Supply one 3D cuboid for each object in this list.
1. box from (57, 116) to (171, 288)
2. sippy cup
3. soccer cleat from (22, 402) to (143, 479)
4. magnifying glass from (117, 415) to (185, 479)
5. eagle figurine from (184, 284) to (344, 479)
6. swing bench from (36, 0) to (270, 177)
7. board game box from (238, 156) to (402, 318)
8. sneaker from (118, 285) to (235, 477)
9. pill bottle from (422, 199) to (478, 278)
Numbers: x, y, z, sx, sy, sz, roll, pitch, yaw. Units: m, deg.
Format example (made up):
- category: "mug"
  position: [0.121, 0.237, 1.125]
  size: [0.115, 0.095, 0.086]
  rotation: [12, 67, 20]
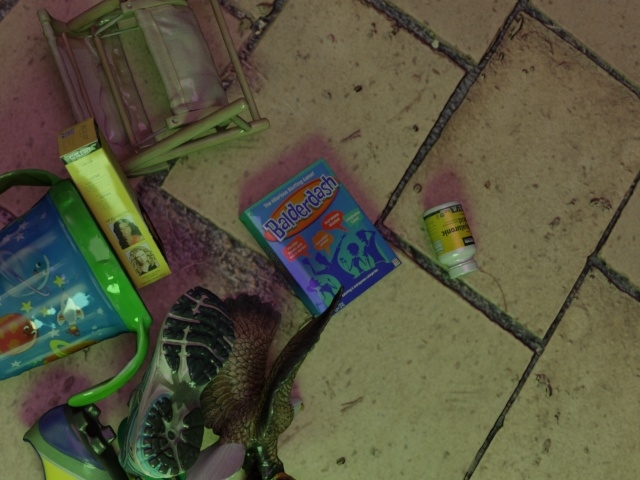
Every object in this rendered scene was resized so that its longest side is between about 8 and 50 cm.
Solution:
- category: "box"
  position: [-0.282, -0.050, 1.432]
  size: [0.058, 0.087, 0.232]
  rotation: [-26, 124, -2]
- category: "sippy cup"
  position: [-0.380, 0.067, 1.407]
  size: [0.224, 0.305, 0.240]
  rotation: [-29, 130, -9]
- category: "soccer cleat"
  position: [-0.306, 0.360, 1.428]
  size: [0.121, 0.093, 0.289]
  rotation: [-29, 89, 11]
- category: "magnifying glass"
  position: [-0.204, 0.340, 1.462]
  size: [0.231, 0.026, 0.092]
  rotation: [52, 29, -5]
- category: "eagle figurine"
  position: [-0.077, 0.214, 1.465]
  size: [0.226, 0.225, 0.298]
  rotation: [-1, 87, -4]
- category: "swing bench"
  position: [-0.246, -0.248, 1.534]
  size: [0.255, 0.165, 0.253]
  rotation: [-21, 83, 7]
- category: "board game box"
  position: [0.000, 0.000, 1.605]
  size: [0.160, 0.047, 0.210]
  rotation: [-37, 87, -20]
- category: "sneaker"
  position: [-0.211, 0.190, 1.419]
  size: [0.110, 0.122, 0.283]
  rotation: [36, 52, -26]
- category: "pill bottle"
  position: [0.210, 0.000, 1.653]
  size: [0.065, 0.065, 0.116]
  rotation: [-17, 82, -18]
